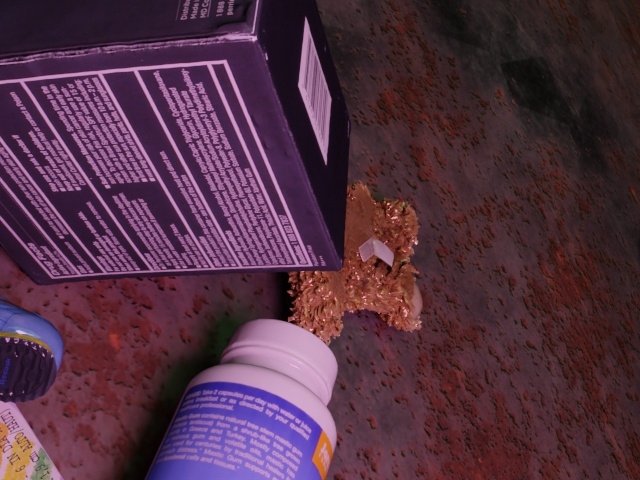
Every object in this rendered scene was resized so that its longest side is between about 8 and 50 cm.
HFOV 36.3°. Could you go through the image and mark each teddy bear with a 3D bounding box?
[{"bbox_3d":[0.000,0.000,1.104,0.338,0.113,0.245,2,74,-50],"label":"teddy bear"}]

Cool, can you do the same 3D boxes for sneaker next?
[{"bbox_3d":[-0.296,0.061,0.730,0.209,0.069,0.082,19,18,-21],"label":"sneaker"}]

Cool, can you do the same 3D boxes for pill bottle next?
[{"bbox_3d":[-0.072,0.207,0.872,0.152,0.152,0.272,40,47,-19],"label":"pill bottle"}]

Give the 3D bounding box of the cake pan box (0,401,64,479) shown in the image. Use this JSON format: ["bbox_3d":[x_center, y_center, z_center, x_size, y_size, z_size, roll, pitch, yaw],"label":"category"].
[{"bbox_3d":[-0.318,0.205,0.712,0.246,0.070,0.267,-32,90,-45],"label":"cake pan box"}]

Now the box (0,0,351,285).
[{"bbox_3d":[-0.147,-0.114,0.797,0.296,0.294,0.182,70,20,-55],"label":"box"}]
